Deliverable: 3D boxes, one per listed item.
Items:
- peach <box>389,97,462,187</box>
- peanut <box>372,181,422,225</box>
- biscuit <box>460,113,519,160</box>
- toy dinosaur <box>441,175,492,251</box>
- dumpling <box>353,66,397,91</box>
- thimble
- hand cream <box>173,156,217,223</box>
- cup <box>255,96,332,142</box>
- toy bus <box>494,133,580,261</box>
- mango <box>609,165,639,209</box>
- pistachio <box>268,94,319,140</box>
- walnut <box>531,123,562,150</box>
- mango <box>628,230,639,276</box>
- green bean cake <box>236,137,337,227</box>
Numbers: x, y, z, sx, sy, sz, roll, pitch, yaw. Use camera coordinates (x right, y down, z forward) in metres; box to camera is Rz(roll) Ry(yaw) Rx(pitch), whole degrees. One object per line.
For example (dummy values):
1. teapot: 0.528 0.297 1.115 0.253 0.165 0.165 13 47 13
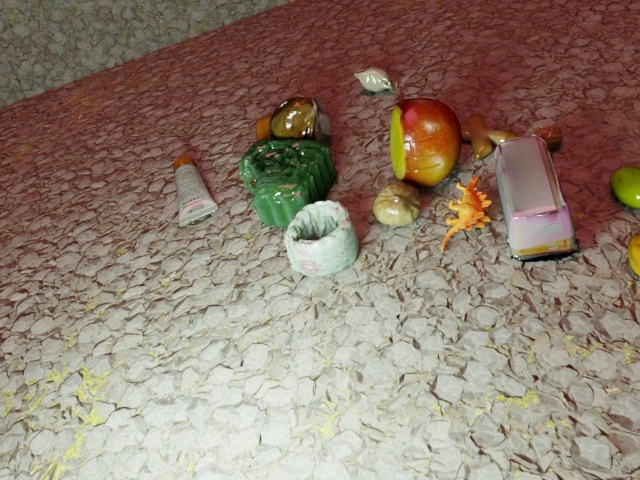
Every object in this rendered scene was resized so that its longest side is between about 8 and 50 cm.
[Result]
1. peach: 0.312 -0.315 1.695 0.245 0.274 0.248 -34 48 -13
2. peanut: 0.224 -0.103 1.618 0.141 0.109 0.159 11 35 16
3. biscuit: 0.520 -0.347 1.828 0.164 0.047 0.208 -28 42 -10
4. toy dinosaur: 0.417 -0.077 1.549 0.117 0.070 0.288 8 51 27
5. dumpling: 0.228 -0.657 2.248 0.169 0.099 0.134 5 31 22
6. thimble: 0.000 0.000 1.553 0.211 0.149 0.185 -29 44 -11
7. hand cream: -0.453 -0.183 1.975 0.140 0.089 0.314 -21 44 -2
8. cup: -0.096 -0.393 2.032 0.264 0.182 0.226 -10 61 21
9. toy bus: 0.565 -0.134 1.483 0.171 0.162 0.386 -7 41 14
10. mango: 0.830 -0.136 1.453 0.117 0.089 0.163 -37 31 -10
11. pistachio: -0.096 -0.401 1.882 0.210 0.165 0.131 -31 -14 34
12. walnut: 0.692 -0.316 1.707 0.096 0.082 0.079 1 16 23
13. mango: 0.771 0.039 1.289 0.101 0.066 0.187 -15 35 17
14. green bean cake: -0.133 -0.195 1.806 0.300 0.169 0.308 4 47 24
